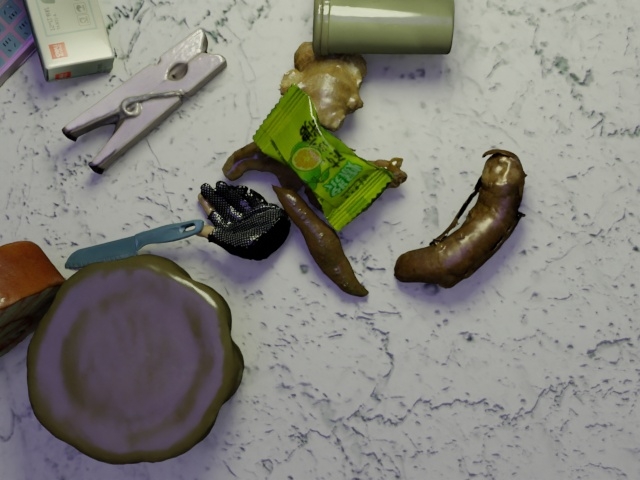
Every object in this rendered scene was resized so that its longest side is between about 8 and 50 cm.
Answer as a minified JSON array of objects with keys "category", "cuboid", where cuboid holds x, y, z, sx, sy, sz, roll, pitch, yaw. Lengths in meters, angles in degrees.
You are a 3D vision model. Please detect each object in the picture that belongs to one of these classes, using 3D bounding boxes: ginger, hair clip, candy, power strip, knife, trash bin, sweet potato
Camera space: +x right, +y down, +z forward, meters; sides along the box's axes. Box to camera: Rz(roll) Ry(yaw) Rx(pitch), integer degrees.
[{"category":"ginger","cuboid":[0.011,-0.295,1.476,0.157,0.102,0.216,11,61,6]},{"category":"ginger","cuboid":[-0.005,-0.141,1.495,0.332,0.080,0.166,20,88,9]},{"category":"hair clip","cuboid":[-0.329,-0.268,1.519,0.330,0.085,0.101,-39,88,-4]},{"category":"candy","cuboid":[-0.004,-0.142,1.410,0.246,0.069,0.149,45,113,-2]},{"category":"power strip","cuboid":[-0.651,-0.361,1.568,0.109,0.037,0.279,44,91,4]},{"category":"knife","cuboid":[-0.356,0.009,1.512,0.312,0.019,0.045,-13,81,19]},{"category":"trash bin","cuboid":[0.112,-0.433,1.441,0.247,0.121,0.244,3,54,3]},{"category":"sweet potato","cuboid":[0.000,0.000,1.480,0.067,0.067,0.274,-36,100,2]},{"category":"ginger","cuboid":[0.272,-0.020,1.456,0.133,0.107,0.309,36,95,-9]}]

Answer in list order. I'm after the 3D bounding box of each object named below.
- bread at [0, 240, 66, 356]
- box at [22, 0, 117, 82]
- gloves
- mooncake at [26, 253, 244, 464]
[{"category":"bread","cuboid":[-0.602,0.137,1.416,0.327,0.295,0.114,-39,85,20]},{"category":"box","cuboid":[-0.489,-0.443,1.520,0.134,0.079,0.270,-15,87,-21]},{"category":"gloves","cuboid":[-0.157,-0.041,1.502,0.180,0.106,0.129,35,97,30]},{"category":"mooncake","cuboid":[-0.322,0.212,1.451,0.378,0.201,0.379,0,84,2]}]
